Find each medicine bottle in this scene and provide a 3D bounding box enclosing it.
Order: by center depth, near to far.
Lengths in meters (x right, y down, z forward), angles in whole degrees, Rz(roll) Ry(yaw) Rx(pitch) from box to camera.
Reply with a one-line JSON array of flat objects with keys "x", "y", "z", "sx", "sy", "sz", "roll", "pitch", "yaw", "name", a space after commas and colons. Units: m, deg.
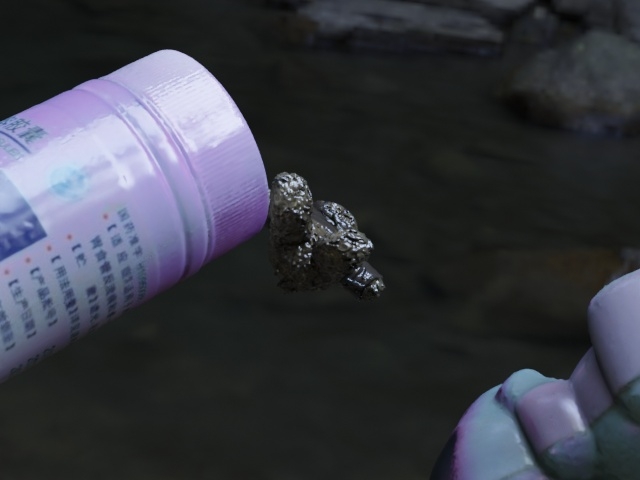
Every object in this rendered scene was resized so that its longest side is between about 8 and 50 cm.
[{"x": -0.175, "y": -0.012, "z": 1.034, "sx": 0.254, "sy": 0.152, "sz": 0.152, "roll": -31, "pitch": 38, "yaw": -28, "name": "medicine bottle"}]

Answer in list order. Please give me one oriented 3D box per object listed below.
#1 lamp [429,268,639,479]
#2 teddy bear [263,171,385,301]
[{"x": 0.221, "y": 0.185, "z": 1.149, "sx": 0.247, "sy": 0.301, "sz": 0.247, "roll": 8, "pitch": 47, "yaw": -45, "name": "lamp"}, {"x": -0.006, "y": 0.007, "z": 1.173, "sx": 0.119, "sy": 0.078, "sz": 0.160, "roll": 39, "pitch": 3, "yaw": 6, "name": "teddy bear"}]
